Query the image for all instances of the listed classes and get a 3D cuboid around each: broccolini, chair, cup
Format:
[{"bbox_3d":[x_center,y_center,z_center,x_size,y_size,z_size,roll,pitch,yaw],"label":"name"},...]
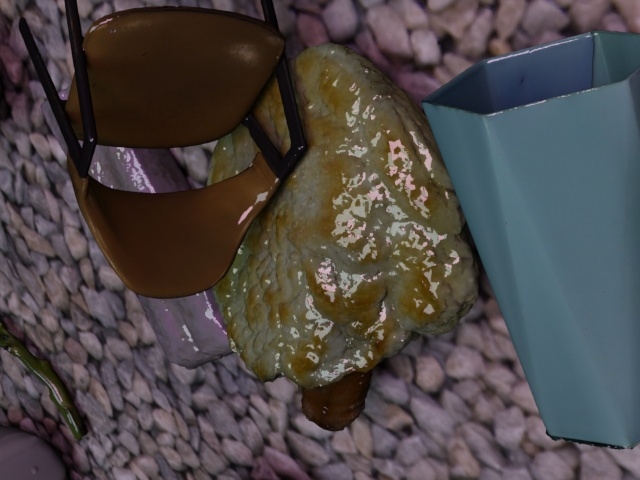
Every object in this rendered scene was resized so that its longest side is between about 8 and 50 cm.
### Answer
[{"bbox_3d":[-0.385,0.161,1.235,0.271,0.062,0.123,40,141,16],"label":"broccolini"},{"bbox_3d":[-0.112,-0.107,0.734,0.172,0.158,0.247,-57,45,43],"label":"chair"},{"bbox_3d":[0.163,0.005,0.626,0.134,0.148,0.236,1,115,44],"label":"cup"}]

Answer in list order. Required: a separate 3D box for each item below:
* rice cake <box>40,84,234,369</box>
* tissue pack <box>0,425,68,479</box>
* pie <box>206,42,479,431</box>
[{"bbox_3d":[-0.160,-0.021,0.949,0.106,0.050,0.298,-25,92,44],"label":"rice cake"},{"bbox_3d":[-0.408,0.404,1.240,0.236,0.229,0.333,-14,101,42],"label":"tissue pack"},{"bbox_3d":[-0.003,-0.009,0.786,0.257,0.105,0.274,56,134,19],"label":"pie"}]
